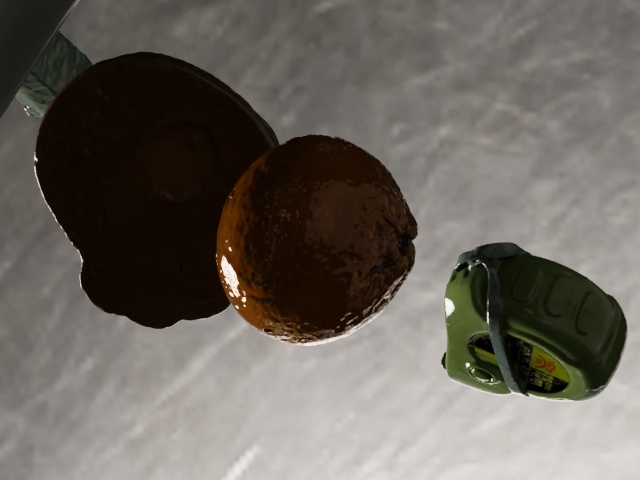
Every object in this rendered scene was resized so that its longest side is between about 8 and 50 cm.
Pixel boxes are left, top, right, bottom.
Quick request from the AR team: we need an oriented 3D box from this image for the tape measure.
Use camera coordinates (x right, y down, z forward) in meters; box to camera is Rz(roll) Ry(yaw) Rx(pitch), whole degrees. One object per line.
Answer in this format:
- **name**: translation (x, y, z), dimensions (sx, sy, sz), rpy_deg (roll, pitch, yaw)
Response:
- **tape measure**: translation (0.169, 0.068, 1.522), dimensions (0.087, 0.154, 0.177), rpy_deg (-62, -19, -23)

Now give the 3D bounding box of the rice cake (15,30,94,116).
- **rice cake**: translation (-0.257, -0.163, 1.631), dimensions (0.069, 0.206, 0.063), rpy_deg (10, 71, 29)

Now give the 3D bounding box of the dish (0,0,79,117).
- **dish**: translation (-0.261, -0.179, 1.082), dimensions (0.182, 0.243, 0.080), rpy_deg (-62, 3, -34)

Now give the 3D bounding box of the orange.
- **orange**: translation (-0.001, 0.000, 1.191), dimensions (0.117, 0.135, 0.136), rpy_deg (0, 85, 44)

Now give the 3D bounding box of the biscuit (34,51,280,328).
- **biscuit**: translation (-0.111, -0.042, 1.375), dimensions (0.049, 0.181, 0.208), rpy_deg (-78, -34, -66)
